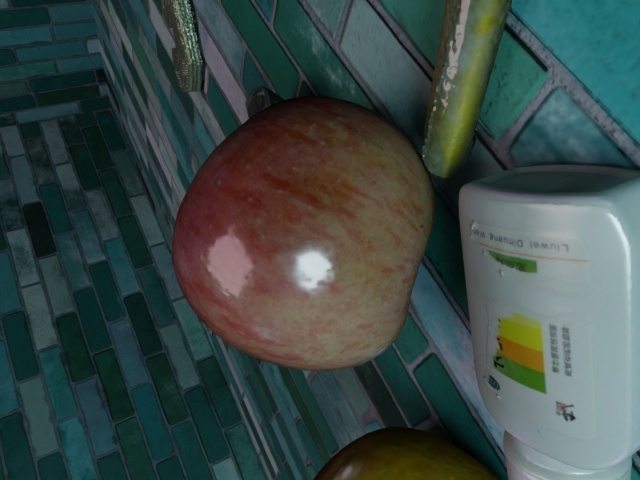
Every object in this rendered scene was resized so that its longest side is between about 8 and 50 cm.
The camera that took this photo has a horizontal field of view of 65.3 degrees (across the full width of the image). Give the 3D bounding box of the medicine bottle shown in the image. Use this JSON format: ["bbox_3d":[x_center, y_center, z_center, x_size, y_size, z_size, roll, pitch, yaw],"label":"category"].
[{"bbox_3d":[0.206,0.089,0.433,0.161,0.111,0.295,22,128,59],"label":"medicine bottle"}]

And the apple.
[{"bbox_3d":[0.000,0.000,0.583,0.270,0.345,0.344,37,147,10],"label":"apple"}]

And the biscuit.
[{"bbox_3d":[-0.340,-0.492,1.232,0.147,0.046,0.249,30,133,55],"label":"biscuit"}]

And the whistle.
[{"bbox_3d":[0.137,-0.207,0.429,0.067,0.057,0.326,-75,-10,-50],"label":"whistle"}]

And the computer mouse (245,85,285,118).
[{"bbox_3d":[-0.043,-0.098,0.857,0.379,0.090,0.167,80,171,-52],"label":"computer mouse"}]

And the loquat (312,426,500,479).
[{"bbox_3d":[0.098,0.415,0.617,0.329,0.360,0.327,10,104,41],"label":"loquat"}]
